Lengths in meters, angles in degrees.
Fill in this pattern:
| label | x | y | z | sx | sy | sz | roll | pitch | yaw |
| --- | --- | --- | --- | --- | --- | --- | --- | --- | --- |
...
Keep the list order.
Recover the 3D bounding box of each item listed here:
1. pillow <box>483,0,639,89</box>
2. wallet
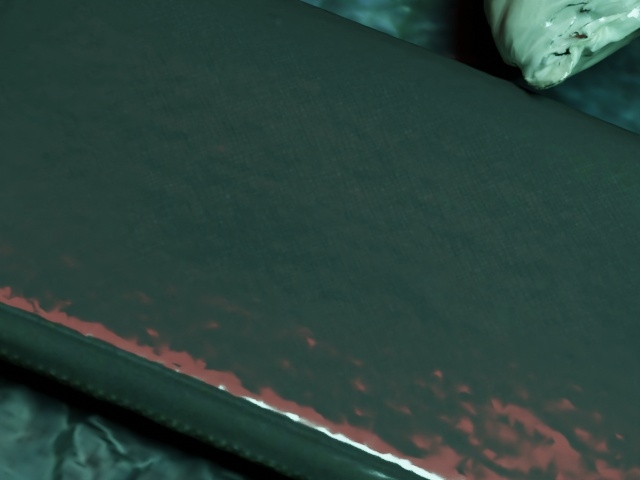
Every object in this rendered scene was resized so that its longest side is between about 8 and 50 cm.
| label | x | y | z | sx | sy | sz | roll | pitch | yaw |
| --- | --- | --- | --- | --- | --- | --- | --- | --- | --- |
| pillow | 0.144 | -0.128 | 0.553 | 0.051 | 0.229 | 0.128 | 51 | 13 | -24 |
| wallet | 0.000 | 0.000 | 0.507 | 0.250 | 0.044 | 0.149 | 21 | 53 | 1 |
